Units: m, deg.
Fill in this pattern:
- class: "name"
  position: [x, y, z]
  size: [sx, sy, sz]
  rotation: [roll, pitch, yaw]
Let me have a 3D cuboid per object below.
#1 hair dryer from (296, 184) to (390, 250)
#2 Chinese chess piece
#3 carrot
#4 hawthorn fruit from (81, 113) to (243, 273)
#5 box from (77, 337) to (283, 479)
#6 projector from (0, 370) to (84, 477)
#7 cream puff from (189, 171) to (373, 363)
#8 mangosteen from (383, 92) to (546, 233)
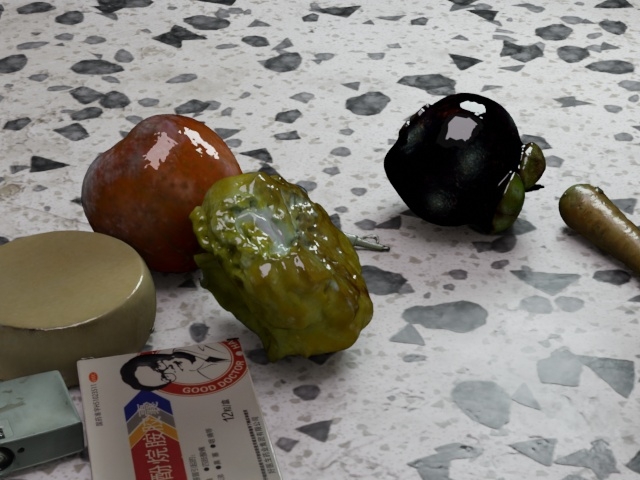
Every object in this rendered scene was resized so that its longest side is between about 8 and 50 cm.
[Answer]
- class: "hair dryer"
  position: [-0.018, 0.007, 1.940]
  size: [0.199, 0.067, 0.167]
  rotation: [32, 51, 19]
- class: "Chinese chess piece"
  position: [-0.356, 0.090, 1.734]
  size: [0.273, 0.102, 0.273]
  rotation: [-1, 32, 1]
- class: "carrot"
  position: [0.462, 0.012, 1.914]
  size: [0.078, 0.078, 0.298]
  rotation: [-14, 41, -22]
- class: "hawthorn fruit"
  position: [-0.216, -0.064, 1.881]
  size: [0.231, 0.263, 0.235]
  rotation: [-13, 46, 55]
- class: "box"
  position: [-0.166, 0.252, 1.515]
  size: [0.214, 0.069, 0.353]
  rotation: [-7, 31, -12]
- class: "projector"
  position: [-0.372, 0.227, 1.551]
  size: [0.147, 0.061, 0.115]
  rotation: [-13, 33, -21]
- class: "cream puff"
  position: [-0.067, 0.046, 1.707]
  size: [0.185, 0.282, 0.282]
  rotation: [-37, 25, 21]
- class: "mangosteen"
  position: [0.227, -0.117, 1.990]
  size: [0.243, 0.243, 0.243]
  rotation: [0, 32, 0]
